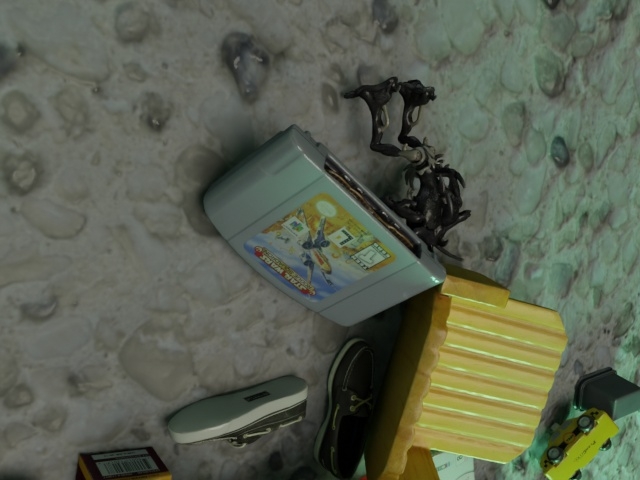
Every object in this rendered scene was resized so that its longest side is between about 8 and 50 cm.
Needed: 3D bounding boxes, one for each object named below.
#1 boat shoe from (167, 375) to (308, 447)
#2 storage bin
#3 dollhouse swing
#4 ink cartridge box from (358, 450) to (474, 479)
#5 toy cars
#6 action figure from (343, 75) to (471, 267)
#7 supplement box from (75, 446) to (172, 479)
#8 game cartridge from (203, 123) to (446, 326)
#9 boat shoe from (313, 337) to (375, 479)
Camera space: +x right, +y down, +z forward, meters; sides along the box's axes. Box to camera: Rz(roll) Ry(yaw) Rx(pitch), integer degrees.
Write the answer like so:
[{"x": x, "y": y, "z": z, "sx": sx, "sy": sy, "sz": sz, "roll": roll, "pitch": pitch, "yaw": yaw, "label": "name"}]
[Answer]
[{"x": -0.110, "y": 0.261, "z": 0.922, "sx": 0.219, "sy": 0.078, "sz": 0.070, "roll": -9, "pitch": 108, "yaw": -32, "label": "boat shoe"}, {"x": 0.649, "y": 0.356, "z": 1.435, "sx": 0.135, "sy": 0.091, "sz": 0.098, "roll": -7, "pitch": 108, "yaw": -30, "label": "storage bin"}, {"x": 0.263, "y": 0.242, "z": 1.017, "sx": 0.305, "sy": 0.315, "sz": 0.346, "roll": 18, "pitch": 95, "yaw": -1, "label": "dollhouse swing"}, {"x": 0.188, "y": 0.477, "z": 1.194, "sx": 0.232, "sy": 0.066, "sz": 0.189, "roll": -21, "pitch": 114, "yaw": -31, "label": "ink cartridge box"}, {"x": 0.533, "y": 0.536, "z": 1.420, "sx": 0.177, "sy": 0.087, "sz": 0.393, "roll": 1, "pitch": 108, "yaw": -21, "label": "toy cars"}, {"x": 0.126, "y": -0.092, "z": 0.936, "sx": 0.164, "sy": 0.141, "sz": 0.275, "roll": -17, "pitch": 94, "yaw": -34, "label": "action figure"}, {"x": -0.273, "y": 0.382, "z": 0.849, "sx": 0.104, "sy": 0.081, "sz": 0.188, "roll": 6, "pitch": 100, "yaw": -35, "label": "supplement box"}, {"x": 0.000, "y": 0.000, "z": 0.851, "sx": 0.198, "sy": 0.062, "sz": 0.297, "roll": -34, "pitch": 119, "yaw": 30, "label": "game cartridge"}, {"x": 0.052, "y": 0.273, "z": 1.035, "sx": 0.081, "sy": 0.069, "sz": 0.227, "roll": 7, "pitch": 100, "yaw": -34, "label": "boat shoe"}]
